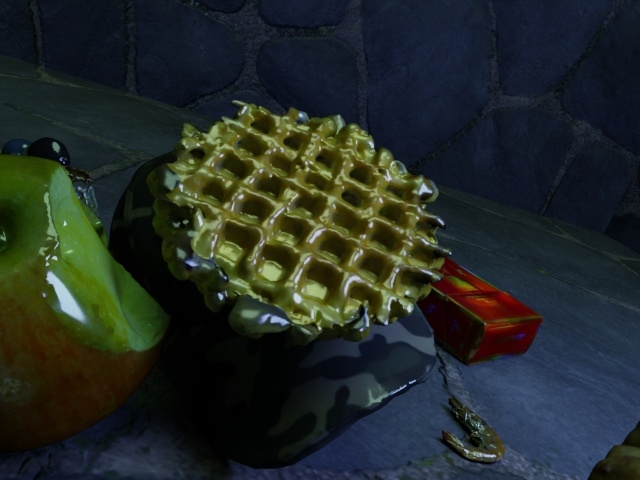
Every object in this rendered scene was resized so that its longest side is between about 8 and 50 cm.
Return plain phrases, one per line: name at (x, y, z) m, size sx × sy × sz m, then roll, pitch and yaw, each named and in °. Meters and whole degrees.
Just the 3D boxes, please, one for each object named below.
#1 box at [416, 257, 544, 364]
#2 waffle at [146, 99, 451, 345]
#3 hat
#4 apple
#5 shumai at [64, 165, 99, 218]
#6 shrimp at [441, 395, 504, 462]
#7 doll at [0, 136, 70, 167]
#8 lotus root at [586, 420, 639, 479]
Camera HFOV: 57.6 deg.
box at (0.231, 0.103, 1.103) m, size 0.197 × 0.089 × 0.313 m, roll 4°, pitch 24°, yaw -43°
waffle at (-0.021, -0.027, 0.583) m, size 0.329 × 0.062 × 0.329 m, roll 12°, pitch 49°, yaw -14°
hat at (-0.067, 0.027, 0.639) m, size 0.366 × 0.257 × 0.381 m, roll -31°, pitch 26°, yaw -13°
apple at (-0.253, 0.046, 0.498) m, size 0.246 × 0.226 × 0.246 m, roll 5°, pitch 44°, yaw -5°
shumai at (-0.426, -0.083, 0.987) m, size 0.123 × 0.087 × 0.099 m, roll 30°, pitch 22°, yaw 35°
shrimp at (0.183, 0.240, 0.749) m, size 0.083 × 0.023 × 0.114 m, roll 6°, pitch 25°, yaw -28°
doll at (-0.538, -0.147, 1.088) m, size 0.179 × 0.089 × 0.102 m, roll 1°, pitch 9°, yaw 25°
lotus root at (0.359, 0.246, 0.497) m, size 0.316 × 0.316 × 0.250 m, roll 7°, pitch 5°, yaw -34°
